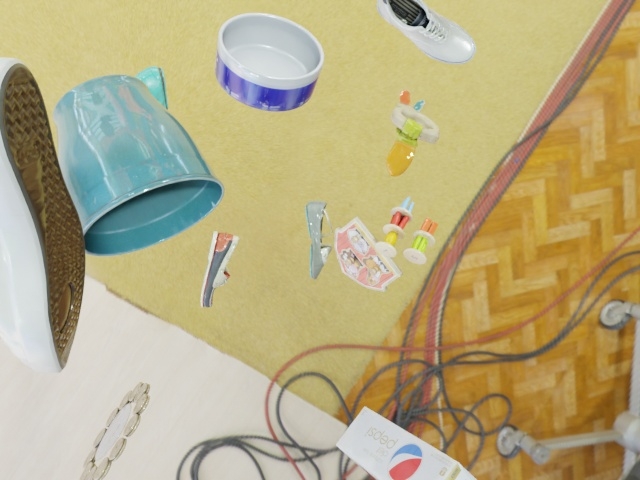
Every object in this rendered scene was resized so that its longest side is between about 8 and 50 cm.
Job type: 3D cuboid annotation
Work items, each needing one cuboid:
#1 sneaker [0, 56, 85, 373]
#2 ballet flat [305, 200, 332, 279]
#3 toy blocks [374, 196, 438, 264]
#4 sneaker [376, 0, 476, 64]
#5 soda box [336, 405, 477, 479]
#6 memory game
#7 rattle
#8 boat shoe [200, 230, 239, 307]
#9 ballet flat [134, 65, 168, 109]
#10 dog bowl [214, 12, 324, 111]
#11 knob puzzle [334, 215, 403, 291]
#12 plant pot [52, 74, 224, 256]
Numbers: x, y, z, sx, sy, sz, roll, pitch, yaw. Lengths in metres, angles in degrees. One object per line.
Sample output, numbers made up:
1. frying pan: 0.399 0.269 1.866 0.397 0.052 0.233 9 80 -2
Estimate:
1. sneaker: -0.260 -0.007 0.450 0.123 0.106 0.290 2 130 -6
2. ballet flat: 0.000 0.000 1.548 0.068 0.072 0.213 -3 99 5
3. toy blocks: 0.203 -0.028 1.297 0.148 0.123 0.054 -62 149 -27
4. sneaker: 0.241 -0.481 1.332 0.258 0.091 0.094 27 107 -7
5. soda box: 0.111 0.298 0.775 0.069 0.216 0.074 46 73 -21
6. memory game: -0.333 0.314 0.951 0.012 0.186 0.186 36 87 -20
7. rattle: 0.206 -0.263 1.425 0.130 0.199 0.142 -1 126 -13
8. boat shoe: -0.168 0.051 0.961 0.043 0.049 0.137 11 107 -14
9. ballet flat: -0.423 -0.322 1.503 0.087 0.083 0.247 -15 126 -14
10. dog bowl: -0.130 -0.449 1.471 0.265 0.104 0.265 9 51 -12
11. knob puzzle: 0.092 0.050 1.419 0.030 0.213 0.213 -36 109 -31
12. plant pot: -0.353 -0.146 1.067 0.272 0.271 0.255 -26 79 -12
